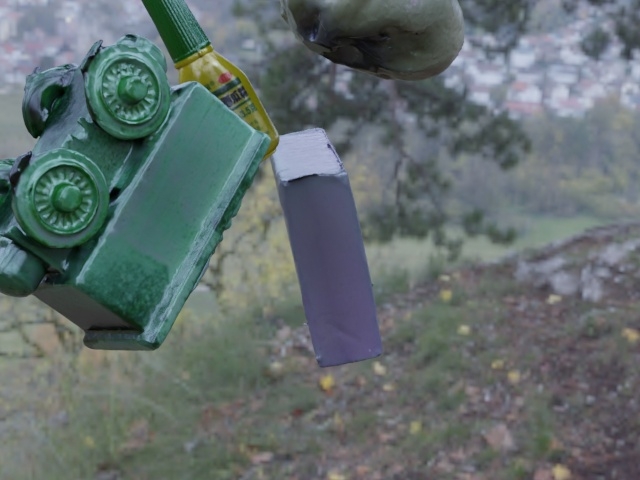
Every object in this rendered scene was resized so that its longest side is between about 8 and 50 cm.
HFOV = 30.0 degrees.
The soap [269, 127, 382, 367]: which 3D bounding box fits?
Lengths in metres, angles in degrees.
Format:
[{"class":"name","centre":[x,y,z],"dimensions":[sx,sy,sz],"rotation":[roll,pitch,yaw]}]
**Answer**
[{"class":"soap","centre":[0.000,0.000,1.754],"dimensions":[0.107,0.285,0.296],"rotation":[-14,19,-2]}]

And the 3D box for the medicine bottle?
[{"class":"medicine bottle","centre":[-0.147,-0.208,1.497],"dimensions":[0.095,0.260,0.064],"rotation":[-32,11,-13]}]

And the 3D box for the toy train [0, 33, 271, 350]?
[{"class":"toy train","centre":[-0.187,-0.049,1.062],"dimensions":[0.202,0.266,0.145],"rotation":[40,-26,-29]}]

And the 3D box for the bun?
[{"class":"bun","centre":[0.059,-0.309,1.594],"dimensions":[0.273,0.168,0.273],"rotation":[30,-10,6]}]
